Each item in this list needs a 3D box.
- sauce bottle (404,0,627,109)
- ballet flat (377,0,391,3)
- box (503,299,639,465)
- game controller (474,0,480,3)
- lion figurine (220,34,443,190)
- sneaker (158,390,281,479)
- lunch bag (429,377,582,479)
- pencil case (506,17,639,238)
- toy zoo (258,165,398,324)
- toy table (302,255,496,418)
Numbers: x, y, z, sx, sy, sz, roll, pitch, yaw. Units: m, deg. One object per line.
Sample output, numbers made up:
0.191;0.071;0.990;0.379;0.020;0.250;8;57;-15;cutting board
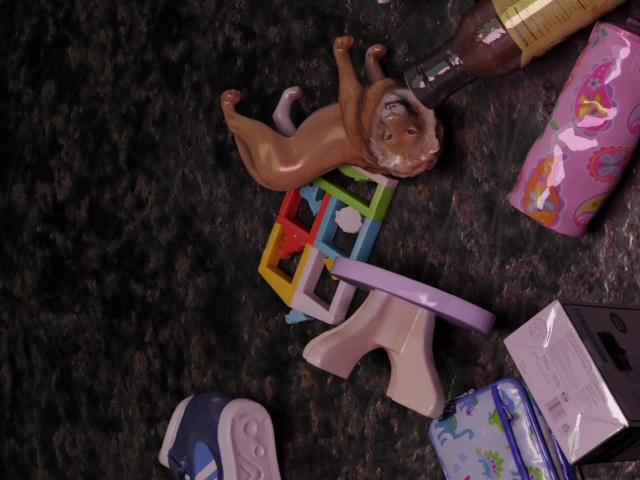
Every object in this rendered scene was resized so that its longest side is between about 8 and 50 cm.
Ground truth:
0.265;-0.290;1.679;0.344;0.111;0.111;-31;66;26;sauce bottle
0.147;-0.548;1.877;0.147;0.147;0.409;16;104;44;ballet flat
0.360;0.163;1.493;0.087;0.290;0.169;-44;57;31;box
0.280;-0.426;1.772;0.166;0.067;0.319;-15;77;42;game controller
0.009;-0.159;1.949;0.392;0.142;0.240;-24;68;36;lion figurine
-0.170;0.408;2.113;0.236;0.130;0.323;-6;87;53;sneaker
0.254;0.300;1.725;0.176;0.090;0.219;-30;67;35;lunch bag
0.350;-0.146;1.652;0.124;0.124;0.284;38;111;39;pencil case
0.000;0.000;2.032;0.192;0.030;0.293;35;110;40;toy zoo
0.098;0.134;1.798;0.274;0.252;0.161;18;83;55;toy table
